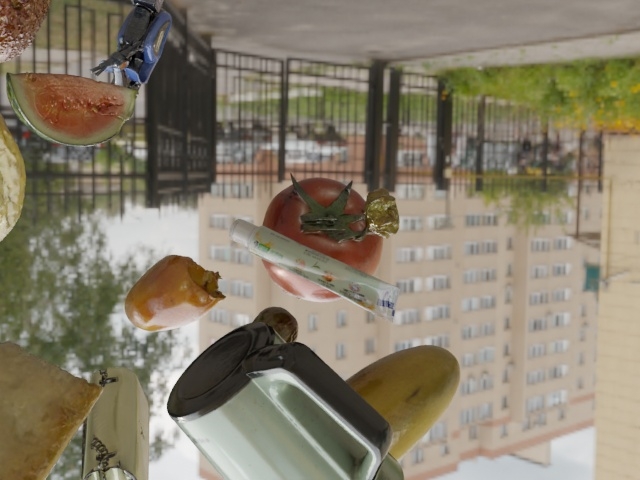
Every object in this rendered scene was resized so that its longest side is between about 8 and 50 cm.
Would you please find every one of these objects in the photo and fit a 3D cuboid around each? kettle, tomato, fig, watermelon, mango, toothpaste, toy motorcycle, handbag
[{"bbox_3d":[-0.029,0.331,1.408,0.361,0.377,0.250,-16,-152,49],"label":"kettle"},{"bbox_3d":[0.000,0.000,1.721,0.255,0.256,0.224,-1,153,-20],"label":"tomato"},{"bbox_3d":[-0.117,0.210,1.786,0.154,0.109,0.103,-37,-136,-26],"label":"fig"},{"bbox_3d":[-0.559,-0.267,1.890,0.303,0.129,0.159,3,146,-40],"label":"watermelon"},{"bbox_3d":[0.140,0.397,1.933,0.444,0.221,0.301,-30,152,-16],"label":"mango"},{"bbox_3d":[-0.303,0.107,1.693,0.252,0.154,0.126,-20,132,40],"label":"mango"},{"bbox_3d":[-0.014,0.041,1.397,0.314,0.056,0.058,25,178,20],"label":"toothpaste"},{"bbox_3d":[-0.507,-0.520,2.287,0.125,0.359,0.212,17,168,4],"label":"toy motorcycle"},{"bbox_3d":[-0.490,0.502,2.039,0.160,0.237,0.359,-7,-148,-8],"label":"handbag"}]

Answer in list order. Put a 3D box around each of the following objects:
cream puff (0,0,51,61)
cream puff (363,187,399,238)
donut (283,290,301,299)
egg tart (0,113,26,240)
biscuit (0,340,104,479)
[{"bbox_3d":[-0.734,-0.557,1.931,0.228,0.351,0.350,2,-176,-32],"label":"cream puff"},{"bbox_3d":[0.103,-0.046,1.467,0.058,0.083,0.083,-13,-140,-21],"label":"cream puff"},{"bbox_3d":[-0.052,0.076,2.103,0.059,0.141,0.140,17,-177,-7],"label":"donut"},{"bbox_3d":[-0.506,-0.093,0.991,0.318,0.319,0.128,2,-146,16],"label":"egg tart"},{"bbox_3d":[-0.706,0.344,1.592,0.429,0.446,0.104,35,149,-7],"label":"biscuit"}]
